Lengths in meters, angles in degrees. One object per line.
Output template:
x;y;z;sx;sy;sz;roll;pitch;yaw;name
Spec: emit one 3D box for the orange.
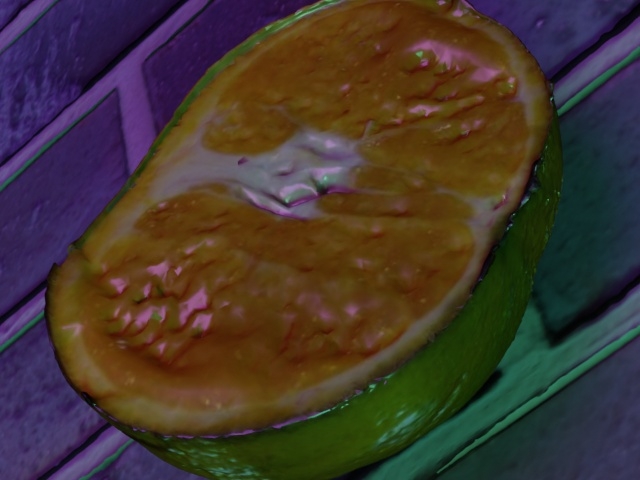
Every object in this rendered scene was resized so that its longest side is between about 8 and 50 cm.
-0.003;0.002;0.966;0.274;0.274;0.310;-25;4;33;orange
